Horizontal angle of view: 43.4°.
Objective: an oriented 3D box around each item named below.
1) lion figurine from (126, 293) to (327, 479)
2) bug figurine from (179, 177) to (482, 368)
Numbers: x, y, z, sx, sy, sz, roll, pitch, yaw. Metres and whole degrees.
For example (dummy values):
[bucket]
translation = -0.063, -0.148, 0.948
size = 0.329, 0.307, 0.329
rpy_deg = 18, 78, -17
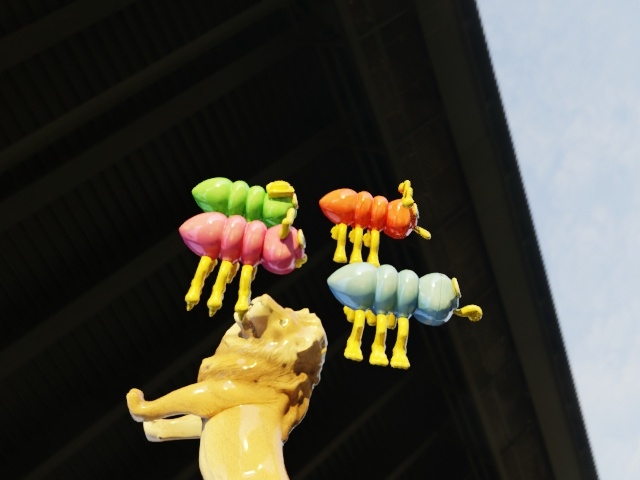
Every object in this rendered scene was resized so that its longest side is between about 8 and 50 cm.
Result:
[lion figurine]
translation = -0.091, 0.244, 0.904
size = 0.240, 0.392, 0.142
rpy_deg = -10, -42, -1
[bug figurine]
translation = 0.000, 0.000, 0.632
size = 0.216, 0.279, 0.072
rpy_deg = 9, -72, -6
